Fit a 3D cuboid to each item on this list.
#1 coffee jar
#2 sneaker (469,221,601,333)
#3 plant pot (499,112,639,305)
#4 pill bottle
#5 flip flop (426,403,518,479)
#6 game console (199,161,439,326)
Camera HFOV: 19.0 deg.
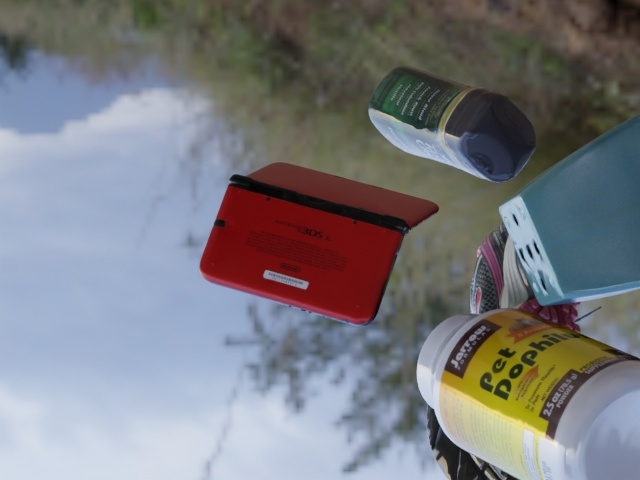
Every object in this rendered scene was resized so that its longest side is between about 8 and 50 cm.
[{"bbox_3d":[0.134,-0.118,1.936,0.096,0.079,0.184,40,171,-32],"label":"coffee jar"},{"bbox_3d":[0.200,0.097,1.917,0.112,0.121,0.299,-30,-149,40],"label":"sneaker"},{"bbox_3d":[0.300,-0.031,1.789,0.234,0.166,0.165,-23,177,-7],"label":"plant pot"},{"bbox_3d":[0.163,0.119,1.405,0.117,0.117,0.215,-7,-164,-30],"label":"pill bottle"},{"bbox_3d":[0.176,0.183,1.567,0.080,0.112,0.277,8,-147,-41],"label":"flip flop"},{"bbox_3d":[0.000,0.000,1.446,0.144,0.124,0.085,15,168,19],"label":"game console"}]
